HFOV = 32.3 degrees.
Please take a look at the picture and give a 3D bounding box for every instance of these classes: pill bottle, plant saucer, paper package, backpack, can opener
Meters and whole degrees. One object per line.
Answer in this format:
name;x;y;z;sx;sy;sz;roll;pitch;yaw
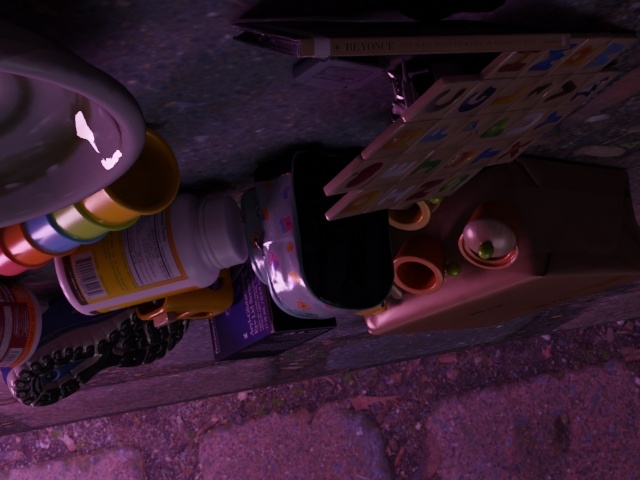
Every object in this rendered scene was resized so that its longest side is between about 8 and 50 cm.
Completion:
pill bottle;-0.496;0.112;1.478;0.121;0.121;0.221;-21;163;34
plant saucer;-0.336;-0.095;0.832;0.401;0.100;0.400;-10;166;-3
paper package;0.260;0.017;1.605;0.309;0.168;0.325;1;161;-44
backpack;0.000;0.000;1.287;0.166;0.188;0.144;2;161;-44
can opener;0.124;-0.117;1.157;0.095;0.076;0.283;-12;167;8
pill bottle;-0.200;0.012;1.325;0.215;0.117;0.117;-14;166;13

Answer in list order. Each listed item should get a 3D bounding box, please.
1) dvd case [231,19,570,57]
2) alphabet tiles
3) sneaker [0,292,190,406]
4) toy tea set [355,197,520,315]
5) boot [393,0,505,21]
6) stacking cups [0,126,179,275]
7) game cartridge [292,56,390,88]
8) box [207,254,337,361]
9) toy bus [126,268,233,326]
dvd case;0.058;-0.163;0.875;0.221;0.018;0.164;-6;-164;-20
alphabet tiles;0.161;-0.113;1.101;0.342;0.011;0.285;-13;158;-50
sneaker;-0.343;0.124;1.684;0.330;0.147;0.129;-20;135;-34
toy tea set;0.091;0.021;1.411;0.336;0.124;0.200;-25;120;40
boot;0.127;-0.211;0.852;0.121;0.045;0.099;-9;169;-31
stacking cups;-0.272;-0.022;1.175;0.096;0.096;0.316;1;161;-41
game cartridge;0.017;-0.159;1.030;0.083;0.017;0.056;1;158;-41
box;-0.081;0.084;1.628;0.108;0.153;0.207;-2;163;-31
toy bus;-0.221;0.067;1.552;0.202;0.104;0.191;-12;166;2
